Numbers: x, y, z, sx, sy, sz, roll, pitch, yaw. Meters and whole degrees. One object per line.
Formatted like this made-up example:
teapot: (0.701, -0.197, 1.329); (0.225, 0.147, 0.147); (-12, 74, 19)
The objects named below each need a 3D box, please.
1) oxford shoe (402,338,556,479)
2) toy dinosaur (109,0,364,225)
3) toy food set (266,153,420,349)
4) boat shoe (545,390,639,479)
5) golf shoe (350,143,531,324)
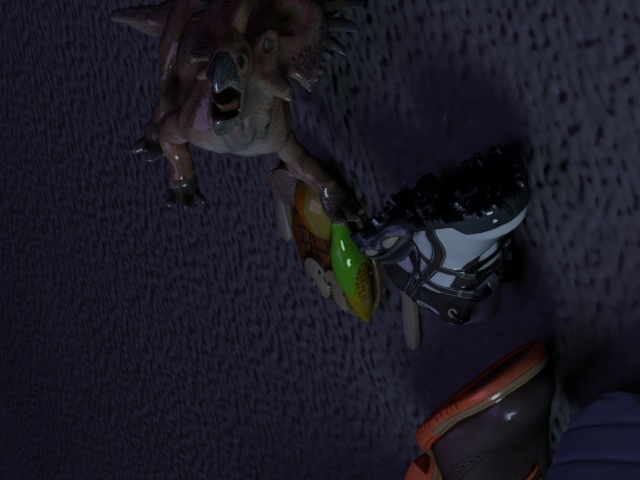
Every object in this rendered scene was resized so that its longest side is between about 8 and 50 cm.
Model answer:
oxford shoe: (0.121, 0.143, 1.097); (0.098, 0.097, 0.271); (52, 165, 18)
toy dinosaur: (-0.058, -0.132, 1.153); (0.296, 0.127, 0.200); (-124, 28, -49)
toy food set: (0.000, 0.000, 1.261); (0.192, 0.038, 0.132); (39, 147, 45)
boat shoe: (0.205, 0.148, 0.903); (0.094, 0.109, 0.302); (22, 176, -13)
golf shoe: (0.092, 0.002, 1.038); (0.094, 0.077, 0.198); (54, 165, -5)
